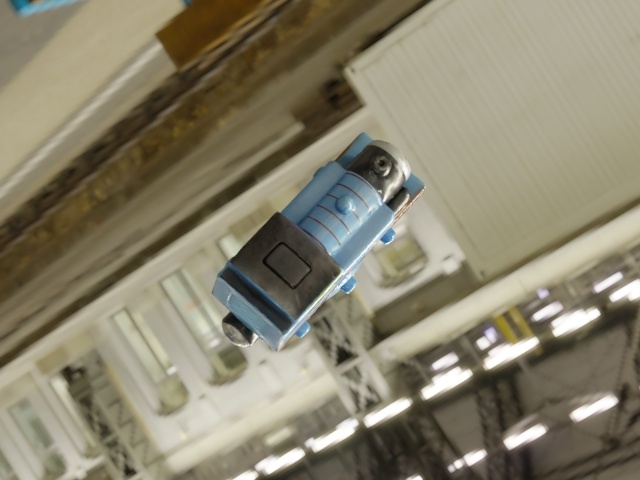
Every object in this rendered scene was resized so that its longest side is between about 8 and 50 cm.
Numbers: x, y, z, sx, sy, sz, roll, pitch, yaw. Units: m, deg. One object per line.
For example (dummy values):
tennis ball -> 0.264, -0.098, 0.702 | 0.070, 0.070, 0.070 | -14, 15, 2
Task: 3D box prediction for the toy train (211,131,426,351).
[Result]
toy train -> 0.000, 0.000, 0.882 | 0.184, 0.080, 0.105 | -46, 177, -18
